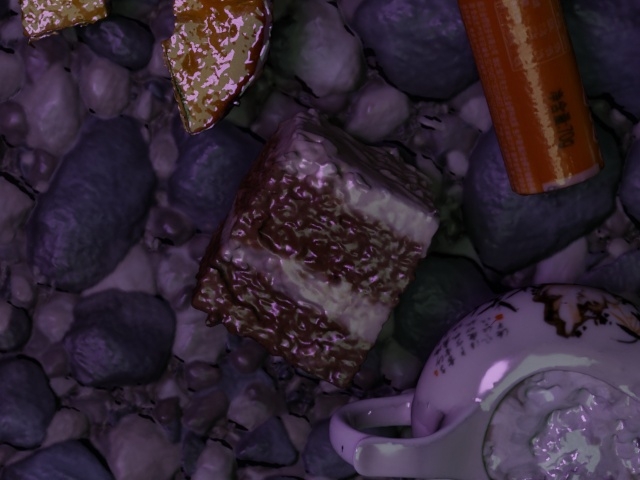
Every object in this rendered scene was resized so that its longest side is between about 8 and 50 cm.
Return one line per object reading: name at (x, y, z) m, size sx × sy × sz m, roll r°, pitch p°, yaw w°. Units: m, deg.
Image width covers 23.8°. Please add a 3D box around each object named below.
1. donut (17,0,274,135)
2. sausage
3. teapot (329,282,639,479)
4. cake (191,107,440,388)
donut at (-0.111, -0.171, 1.054) m, size 0.181 × 0.078 × 0.146 m, roll 30°, pitch 101°, yaw -1°
sausage at (0.137, -0.151, 1.063) m, size 0.071 × 0.071 × 0.234 m, roll -17°, pitch 104°, yaw 3°
teapot at (0.154, 0.140, 1.098) m, size 0.300 × 0.166 × 0.208 m, roll -4°, pitch 116°, yaw -10°
cake at (0.000, 0.000, 1.067) m, size 0.135 × 0.134 × 0.147 m, roll 30°, pitch 108°, yaw -10°
